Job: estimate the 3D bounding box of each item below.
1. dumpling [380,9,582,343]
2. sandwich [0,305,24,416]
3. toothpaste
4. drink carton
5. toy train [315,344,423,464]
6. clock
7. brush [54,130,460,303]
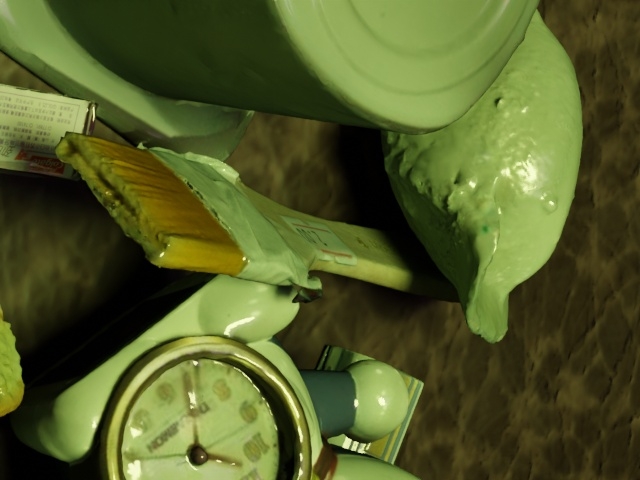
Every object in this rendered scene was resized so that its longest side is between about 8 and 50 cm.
[{"bbox_3d":[0.076,-0.044,0.761,0.108,0.153,0.219,18,52,-6],"label":"dumpling"},{"bbox_3d":[-0.230,0.039,0.515,0.144,0.187,0.117,18,56,-79],"label":"sandwich"},{"bbox_3d":[-0.184,-0.053,0.568,0.196,0.047,0.040,6,91,-43],"label":"toothpaste"},{"bbox_3d":[-0.023,-0.126,0.607,0.191,0.189,0.185,38,79,-39],"label":"drink carton"},{"bbox_3d":[-0.012,0.184,0.771,0.055,0.048,0.252,27,81,-39],"label":"toy train"},{"bbox_3d":[-0.021,0.134,0.663,0.199,0.146,0.243,-42,104,-35],"label":"clock"},{"bbox_3d":[0.000,0.000,0.683,0.020,0.085,0.336,-50,155,14],"label":"brush"}]
